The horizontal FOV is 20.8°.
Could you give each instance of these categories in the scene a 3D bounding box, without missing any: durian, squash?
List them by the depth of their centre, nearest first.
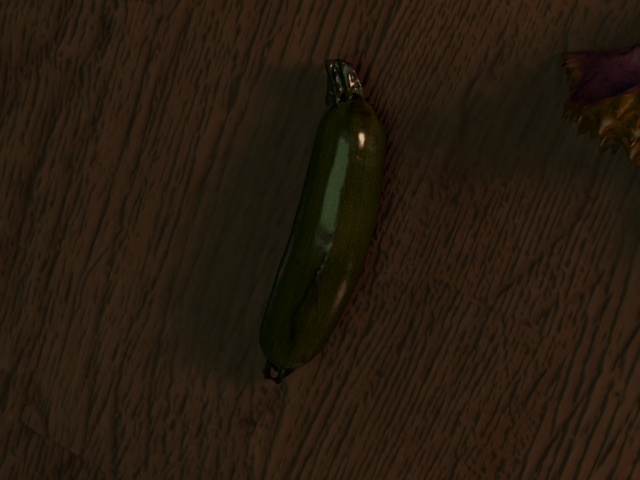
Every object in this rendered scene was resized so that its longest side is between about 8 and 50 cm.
[{"bbox_3d":[0.323,-0.107,1.302,0.186,0.154,0.260,40,131,-15],"label":"durian"},{"bbox_3d":[0.002,0.000,1.523,0.080,0.071,0.318,23,114,22],"label":"squash"}]
